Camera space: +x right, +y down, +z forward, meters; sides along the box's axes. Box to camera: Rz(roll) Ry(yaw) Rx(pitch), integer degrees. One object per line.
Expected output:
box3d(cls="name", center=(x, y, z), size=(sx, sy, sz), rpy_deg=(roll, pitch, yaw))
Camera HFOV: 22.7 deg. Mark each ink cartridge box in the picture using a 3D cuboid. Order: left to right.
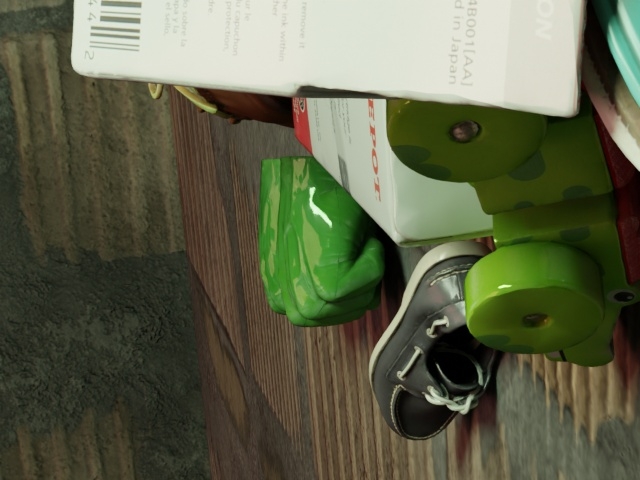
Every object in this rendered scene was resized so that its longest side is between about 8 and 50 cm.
box3d(cls="ink cartridge box", center=(0.016, -0.197, 0.558), size=(0.261, 0.066, 0.296), rpy_deg=(12, 101, 45))
box3d(cls="ink cartridge box", center=(0.057, -0.129, 0.939), size=(0.273, 0.114, 0.197), rpy_deg=(-126, 30, -70))

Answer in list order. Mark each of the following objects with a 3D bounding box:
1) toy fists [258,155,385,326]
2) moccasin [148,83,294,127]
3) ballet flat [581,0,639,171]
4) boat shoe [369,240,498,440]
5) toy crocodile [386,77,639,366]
box3d(cls="toy fists", center=(0.000, 0.000, 1.386), size=(0.279, 0.096, 0.142), rpy_deg=(-166, 78, -80))
box3d(cls="moccasin", center=(-0.069, -0.156, 1.172), size=(0.380, 0.147, 0.139), rpy_deg=(-9, -79, -78))
box3d(cls="ballet flat", center=(0.134, -0.185, 0.549), size=(0.139, 0.139, 0.400), rpy_deg=(115, 149, -70))
box3d(cls="boat shoe", center=(0.081, 0.087, 1.088), size=(0.206, 0.075, 0.065), rpy_deg=(102, 160, -49))
box3d(cls="toy crocodile", center=(0.100, -0.048, 0.715), size=(0.340, 0.105, 0.115), rpy_deg=(62, -156, -50))
